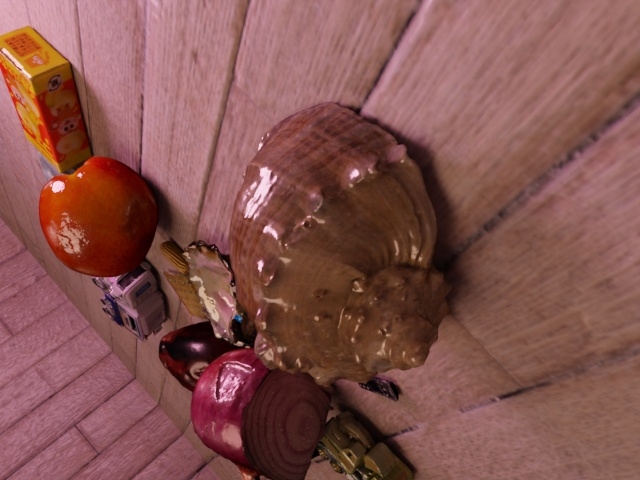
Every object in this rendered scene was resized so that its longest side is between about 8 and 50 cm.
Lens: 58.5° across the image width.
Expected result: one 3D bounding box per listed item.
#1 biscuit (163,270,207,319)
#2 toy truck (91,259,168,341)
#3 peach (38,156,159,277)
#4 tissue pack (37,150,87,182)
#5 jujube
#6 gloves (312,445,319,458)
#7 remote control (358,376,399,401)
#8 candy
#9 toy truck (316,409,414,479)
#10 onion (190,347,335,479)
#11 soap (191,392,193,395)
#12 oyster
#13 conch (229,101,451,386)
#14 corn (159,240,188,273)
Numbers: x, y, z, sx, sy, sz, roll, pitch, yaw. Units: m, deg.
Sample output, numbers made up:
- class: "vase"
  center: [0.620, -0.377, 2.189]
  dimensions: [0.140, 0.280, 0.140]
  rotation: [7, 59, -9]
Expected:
- class: "biscuit"
  center: [-0.279, 0.130, 1.310]
  dimensions: [0.232, 0.016, 0.139]
  rotation: [0, 124, 53]
- class: "toy truck"
  center: [-0.497, 0.151, 1.531]
  dimensions: [0.155, 0.124, 0.268]
  rotation: [36, 149, 12]
- class: "peach"
  center: [-0.433, -0.044, 1.149]
  dimensions: [0.243, 0.244, 0.199]
  rotation: [59, -167, -13]
- class: "tissue pack"
  center: [-0.551, -0.101, 1.366]
  dimensions: [0.257, 0.081, 0.185]
  rotation: [43, 148, 11]
- class: "jujube"
  center: [-0.257, 0.258, 1.253]
  dimensions: [0.237, 0.168, 0.168]
  rotation: [5, 128, 31]
- class: "gloves"
  center: [-0.095, 0.390, 1.248]
  dimensions: [0.164, 0.124, 0.203]
  rotation: [-38, 74, 46]
- class: "remote control"
  center: [0.090, 0.232, 0.924]
  dimensions: [0.096, 0.014, 0.039]
  rotation: [1, 124, 55]
- class: "candy"
  center: [-0.570, -0.283, 1.188]
  dimensions: [0.146, 0.088, 0.276]
  rotation: [40, 148, 17]
- class: "toy truck"
  center: [0.082, 0.394, 1.044]
  dimensions: [0.191, 0.085, 0.116]
  rotation: [42, 144, 20]
- class: "onion"
  center: [-0.121, 0.311, 1.035]
  dimensions: [0.231, 0.272, 0.256]
  rotation: [-2, 118, 47]
- class: "soap"
  center: [-0.246, 0.376, 1.439]
  dimensions: [0.182, 0.112, 0.289]
  rotation: [36, 147, 24]
- class: "oyster"
  center: [-0.171, 0.113, 1.085]
  dimensions: [0.259, 0.092, 0.198]
  rotation: [60, 150, 3]
- class: "conch"
  center: [-0.011, 0.007, 0.644]
  dimensions: [0.352, 0.210, 0.296]
  rotation: [32, 130, 27]
- class: "corn"
  center: [-0.311, 0.037, 1.234]
  dimensions: [0.092, 0.037, 0.037]
  rotation: [44, 149, 14]
